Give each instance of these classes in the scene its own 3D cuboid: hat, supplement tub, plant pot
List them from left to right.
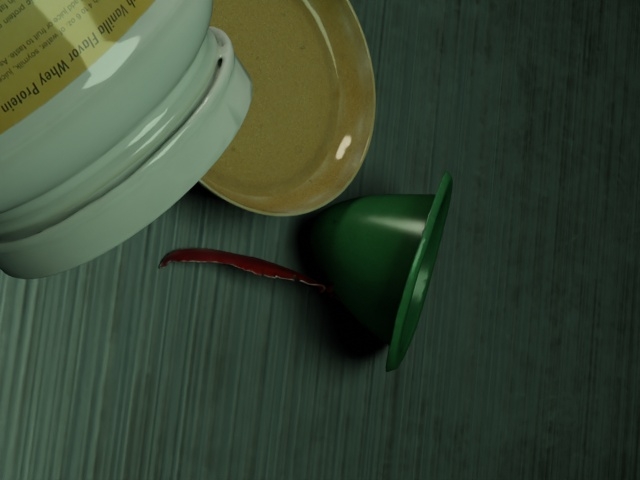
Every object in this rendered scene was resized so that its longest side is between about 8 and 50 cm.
[{"bbox_3d":[-0.201,-0.154,0.650,0.316,0.228,0.228,53,54,-28],"label":"supplement tub"},{"bbox_3d":[-0.052,-0.132,0.917,0.236,0.032,0.236,11,73,-39],"label":"plant pot"},{"bbox_3d":[0.000,0.000,0.990,0.208,0.183,0.173,79,29,-71],"label":"hat"}]
